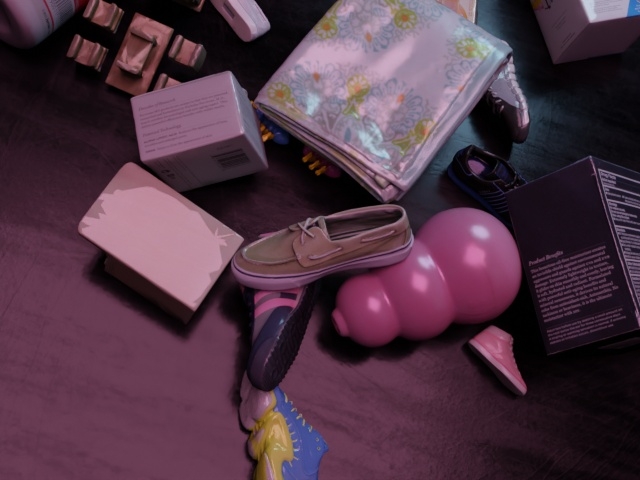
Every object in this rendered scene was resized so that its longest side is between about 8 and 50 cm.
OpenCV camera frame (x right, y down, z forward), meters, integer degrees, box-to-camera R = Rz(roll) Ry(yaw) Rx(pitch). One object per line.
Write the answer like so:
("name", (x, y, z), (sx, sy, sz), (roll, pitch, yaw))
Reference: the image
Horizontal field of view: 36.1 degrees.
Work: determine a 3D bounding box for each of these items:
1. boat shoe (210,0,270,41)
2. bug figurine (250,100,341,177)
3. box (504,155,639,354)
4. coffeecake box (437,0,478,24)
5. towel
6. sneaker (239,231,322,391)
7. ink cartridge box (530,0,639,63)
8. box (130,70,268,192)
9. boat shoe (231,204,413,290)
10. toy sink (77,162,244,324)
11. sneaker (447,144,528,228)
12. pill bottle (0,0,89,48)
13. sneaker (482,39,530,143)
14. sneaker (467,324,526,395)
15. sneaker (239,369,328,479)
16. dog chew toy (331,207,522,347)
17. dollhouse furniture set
("boat shoe", (-0.161, -0.464, 1.866), (0.063, 0.066, 0.184), (-31, 77, -33))
("bug figurine", (0.014, -0.228, 1.813), (0.279, 0.072, 0.216), (-35, 75, -15))
("box", (0.492, 0.037, 1.699), (0.296, 0.183, 0.293), (8, 65, -50))
("coffeecake box", (0.202, -0.389, 1.877), (0.186, 0.068, 0.142), (2, 70, 13))
("towel", (0.111, -0.285, 1.744), (0.321, 0.090, 0.374), (36, 75, 9))
("sneaker", (-0.087, 0.112, 1.642), (0.131, 0.112, 0.319), (9, 46, 14))
("ink cartridge box", (0.532, -0.503, 1.959), (0.171, 0.168, 0.232), (-12, 74, -15))
("box", (-0.202, -0.180, 1.673), (0.182, 0.181, 0.119), (-14, 73, 7))
("boat shoe", (0.000, 0.000, 1.596), (0.303, 0.094, 0.109), (-12, 45, -3))
("toy sink", (-0.273, 0.007, 1.647), (0.234, 0.131, 0.152), (34, 68, -4))
("sneaker", (0.346, -0.094, 1.826), (0.232, 0.090, 0.081), (32, 68, 1))
("pill bottle", (-0.446, -0.545, 1.745), (0.229, 0.229, 0.407), (42, 69, 4))
("sneaker", (0.317, -0.280, 1.896), (0.132, 0.086, 0.228), (-5, 63, -8))
("sneaker", (0.331, 0.207, 1.743), (0.070, 0.051, 0.134), (-40, 79, -15))
("sneaker", (-0.059, 0.311, 1.625), (0.126, 0.091, 0.240), (4, 69, -29))
("dog chew toy", (0.175, 0.078, 1.684), (0.332, 0.206, 0.206), (-24, 78, -10))
("dollhouse furniture set", (-0.306, -0.381, 1.792), (0.212, 0.161, 0.242), (24, 91, -3))
